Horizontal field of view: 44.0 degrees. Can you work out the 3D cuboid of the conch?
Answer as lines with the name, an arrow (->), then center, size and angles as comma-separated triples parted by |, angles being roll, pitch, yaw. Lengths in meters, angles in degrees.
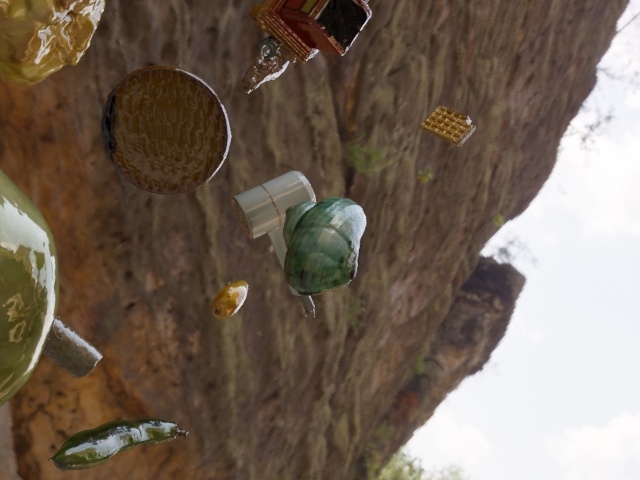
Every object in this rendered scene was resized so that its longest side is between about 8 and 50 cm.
conch -> -0.001, -0.001, 1.319 | 0.122, 0.176, 0.188 | 48, -3, -19

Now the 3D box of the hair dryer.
hair dryer -> -0.067, 0.026, 1.859 | 0.107, 0.173, 0.357 | 36, -32, 63

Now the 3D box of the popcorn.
popcorn -> -0.368, -0.297, 0.985 | 0.254, 0.191, 0.190 | 3, -56, 47

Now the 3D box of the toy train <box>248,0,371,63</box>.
toy train -> 0.011, -0.498, 1.530 | 0.232, 0.369, 0.163 | 32, -3, 44

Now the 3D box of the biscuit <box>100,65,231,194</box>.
biscuit -> -0.376, -0.265, 1.922 | 0.317, 0.318, 0.040 | 54, 13, -13

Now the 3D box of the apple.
apple -> -0.607, 0.050, 1.108 | 0.474, 0.474, 0.473 | 40, -23, 21

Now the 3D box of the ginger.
ginger -> -0.085, -0.461, 2.005 | 0.084, 0.290, 0.122 | 47, -25, 10

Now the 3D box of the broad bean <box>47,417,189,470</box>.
broad bean -> -0.286, 0.280, 1.112 | 0.065, 0.046, 0.255 | 29, 11, 27

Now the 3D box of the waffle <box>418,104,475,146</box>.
waffle -> 0.324, -0.289, 1.989 | 0.135, 0.092, 0.021 | 31, -21, 38

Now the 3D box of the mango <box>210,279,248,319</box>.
mango -> -0.232, 0.153, 2.072 | 0.066, 0.101, 0.187 | 33, 20, 3

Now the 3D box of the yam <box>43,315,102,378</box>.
yam -> -0.628, 0.226, 1.851 | 0.259, 0.093, 0.093 | 46, -18, -25
